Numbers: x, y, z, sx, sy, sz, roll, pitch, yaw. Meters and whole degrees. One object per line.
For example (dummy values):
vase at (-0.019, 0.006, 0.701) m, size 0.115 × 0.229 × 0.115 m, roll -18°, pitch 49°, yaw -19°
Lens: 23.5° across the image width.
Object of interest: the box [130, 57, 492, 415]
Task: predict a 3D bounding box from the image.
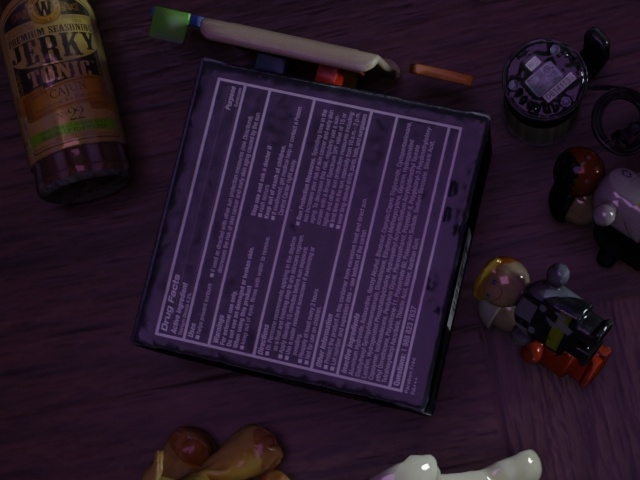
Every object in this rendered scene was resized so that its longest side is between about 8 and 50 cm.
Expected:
box at (0.000, 0.000, 1.546) m, size 0.294 × 0.183 × 0.296 m, roll 13°, pitch 84°, yaw 8°

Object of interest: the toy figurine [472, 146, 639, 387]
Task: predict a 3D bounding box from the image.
toy figurine at (0.248, 0.020, 1.498) m, size 0.148 × 0.209 × 0.213 m, roll 35°, pitch 87°, yaw 17°

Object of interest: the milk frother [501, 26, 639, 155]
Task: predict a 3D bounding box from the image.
milk frother at (0.257, -0.130, 1.555) m, size 0.129 × 0.135 × 0.143 m, roll -24°, pitch 80°, yaw 4°

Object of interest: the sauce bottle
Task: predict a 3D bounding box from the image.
sauce bottle at (-0.293, -0.215, 1.655) m, size 0.111 × 0.111 × 0.344 m, roll -18°, pitch 80°, yaw 5°

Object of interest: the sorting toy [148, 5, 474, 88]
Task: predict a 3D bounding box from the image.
sorting toy at (-0.017, -0.183, 1.574) m, size 0.348 × 0.196 × 0.047 m, roll 13°, pitch 96°, yaw 10°

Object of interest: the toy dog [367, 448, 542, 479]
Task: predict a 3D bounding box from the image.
toy dog at (0.126, 0.443, 1.391) m, size 0.395 × 0.284 × 0.408 m, roll -39°, pitch 63°, yaw 16°

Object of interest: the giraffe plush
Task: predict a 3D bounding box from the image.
giraffe plush at (-0.135, 0.273, 1.532) m, size 0.210 × 0.170 × 0.181 m, roll -19°, pitch 80°, yaw 5°
